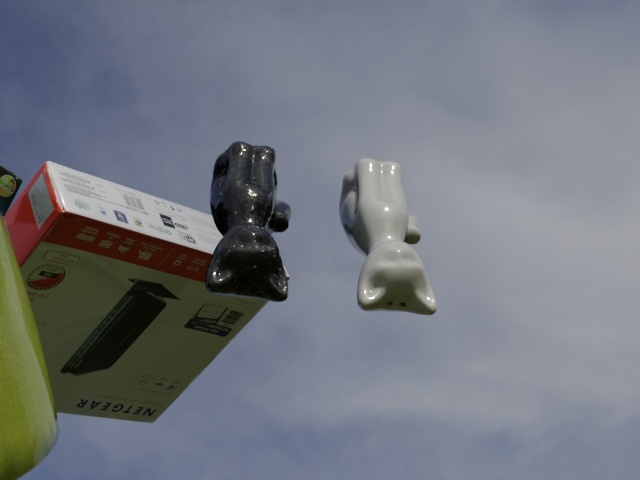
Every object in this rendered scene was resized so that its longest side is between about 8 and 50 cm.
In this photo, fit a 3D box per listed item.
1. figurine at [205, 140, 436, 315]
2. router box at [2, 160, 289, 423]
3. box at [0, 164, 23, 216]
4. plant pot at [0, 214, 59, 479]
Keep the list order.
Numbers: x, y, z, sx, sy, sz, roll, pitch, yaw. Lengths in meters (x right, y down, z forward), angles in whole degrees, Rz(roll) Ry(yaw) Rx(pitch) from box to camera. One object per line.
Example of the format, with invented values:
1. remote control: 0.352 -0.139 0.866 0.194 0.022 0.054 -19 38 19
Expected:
1. figurine: 0.000 0.000 0.893 0.214 0.209 0.092 6 -61 -6
2. router box: -0.253 0.082 1.143 0.335 0.082 0.301 18 -57 -46
3. box: -0.434 -0.094 0.970 0.159 0.233 0.044 40 -112 -50
4. plant pot: -0.358 0.032 0.775 0.274 0.275 0.294 -4 -77 -22
